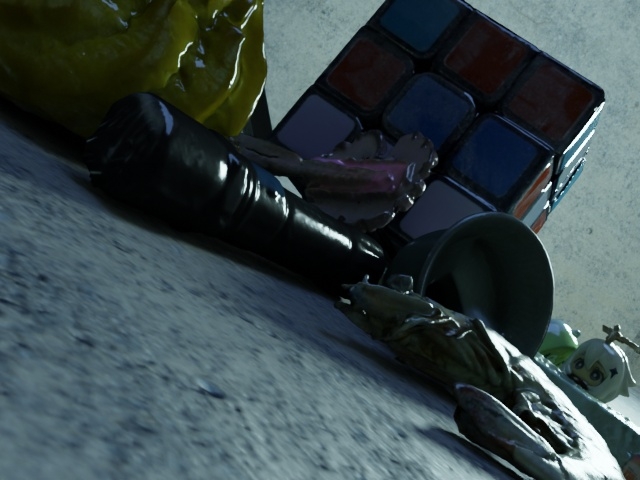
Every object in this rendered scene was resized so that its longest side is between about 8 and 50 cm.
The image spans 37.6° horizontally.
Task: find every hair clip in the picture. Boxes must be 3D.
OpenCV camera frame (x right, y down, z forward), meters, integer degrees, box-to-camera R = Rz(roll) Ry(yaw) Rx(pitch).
[{"bbox_3d":[-0.001,-0.090,1.207,0.301,0.173,0.069,13,-31,24],"label":"hair clip"}]

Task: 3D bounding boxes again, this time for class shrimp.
[{"bbox_3d":[0.160,0.145,0.886,0.360,0.085,0.247,36,13,-17],"label":"shrimp"}]

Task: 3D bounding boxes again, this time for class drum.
[{"bbox_3d":[0.354,0.178,1.407,0.253,0.130,0.049,26,38,-49],"label":"drum"}]

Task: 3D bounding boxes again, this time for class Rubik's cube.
[{"bbox_3d":[0.181,-0.124,1.435,0.362,0.358,0.363,39,-3,16],"label":"Rubik's cube"}]

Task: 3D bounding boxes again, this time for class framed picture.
[{"bbox_3d":[-0.102,-0.210,1.434,0.015,0.150,0.203,-10,-2,7],"label":"framed picture"}]

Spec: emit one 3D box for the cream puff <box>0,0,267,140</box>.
[{"bbox_3d":[-0.209,-0.227,0.981,0.291,0.257,0.324,32,2,-42],"label":"cream puff"}]

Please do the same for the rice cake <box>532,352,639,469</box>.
[{"bbox_3d":[0.282,0.185,1.225,0.336,0.066,0.063,37,7,37],"label":"rice cake"}]

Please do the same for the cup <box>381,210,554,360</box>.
[{"bbox_3d":[0.144,0.062,1.080,0.199,0.199,0.150,30,-11,-31],"label":"cup"}]

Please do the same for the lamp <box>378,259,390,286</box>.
[{"bbox_3d":[0.000,0.000,1.291,0.269,0.047,0.266,29,5,-32],"label":"lamp"}]

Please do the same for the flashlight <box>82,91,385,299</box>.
[{"bbox_3d":[-0.061,-0.026,0.956,0.103,0.103,0.424,38,5,35],"label":"flashlight"}]

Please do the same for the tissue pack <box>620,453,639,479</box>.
[{"bbox_3d":[0.372,0.284,0.936,0.109,0.060,0.148,33,5,-19],"label":"tissue pack"}]

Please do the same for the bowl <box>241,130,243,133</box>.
[{"bbox_3d":[-0.223,-0.295,1.443,0.196,0.434,0.435,-10,3,5],"label":"bowl"}]

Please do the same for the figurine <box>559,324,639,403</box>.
[{"bbox_3d":[0.378,0.187,1.292,0.132,0.153,0.132,34,6,-4],"label":"figurine"}]

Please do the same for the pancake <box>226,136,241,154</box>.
[{"bbox_3d":[-0.165,-0.113,1.176,0.140,0.022,0.139,9,31,-6],"label":"pancake"}]
